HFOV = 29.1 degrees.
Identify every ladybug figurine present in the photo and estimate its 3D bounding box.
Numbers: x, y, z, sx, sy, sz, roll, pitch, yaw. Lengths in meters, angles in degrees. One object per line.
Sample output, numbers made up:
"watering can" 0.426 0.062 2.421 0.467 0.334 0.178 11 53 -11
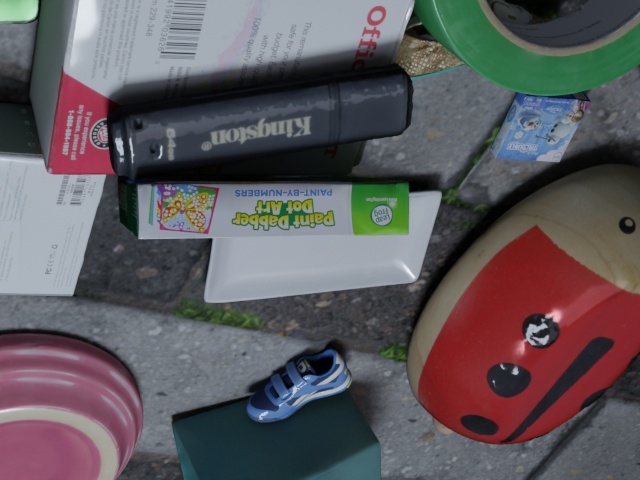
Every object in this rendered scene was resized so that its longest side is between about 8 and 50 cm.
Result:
"ladybug figurine" 0.289 0.108 1.555 0.305 0.162 0.449 12 126 -33

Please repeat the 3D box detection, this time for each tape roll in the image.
"tape roll" 0.230 -0.298 1.152 0.321 0.077 0.321 -10 120 -18

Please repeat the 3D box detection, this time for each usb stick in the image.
"usb stick" -0.049 -0.106 1.096 0.278 0.045 0.077 -10 137 -15

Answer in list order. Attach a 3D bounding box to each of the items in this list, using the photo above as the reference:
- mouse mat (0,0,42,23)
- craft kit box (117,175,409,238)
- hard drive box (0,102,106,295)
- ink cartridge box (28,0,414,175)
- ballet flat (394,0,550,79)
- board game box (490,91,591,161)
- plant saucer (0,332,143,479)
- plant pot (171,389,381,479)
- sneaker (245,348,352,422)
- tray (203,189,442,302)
"mouse mat" -0.310 -0.265 1.046 0.153 0.007 0.189 -4 134 -21
"craft kit box" -0.065 -0.036 1.196 0.247 0.250 0.061 -4 95 -12
"hard drive box" -0.341 -0.040 1.186 0.232 0.089 0.181 3 130 -27
"ink cartridge box" -0.098 -0.180 1.131 0.306 0.131 0.226 -2 133 -25
"ballet flat" 0.158 -0.214 1.261 0.206 0.073 0.067 -15 121 -15
"board game box" 0.252 -0.132 1.413 0.090 0.020 0.090 1 132 -25
"plant saucer" -0.369 0.252 1.457 0.332 0.084 0.332 -12 136 -12
"plant pot" -0.046 0.299 1.595 0.234 0.165 0.165 -20 137 -15
"sneaker" -0.032 0.180 1.564 0.144 0.053 0.059 -26 138 -12
"tray" 0.000 0.000 1.420 0.270 0.030 0.145 -5 134 -20
